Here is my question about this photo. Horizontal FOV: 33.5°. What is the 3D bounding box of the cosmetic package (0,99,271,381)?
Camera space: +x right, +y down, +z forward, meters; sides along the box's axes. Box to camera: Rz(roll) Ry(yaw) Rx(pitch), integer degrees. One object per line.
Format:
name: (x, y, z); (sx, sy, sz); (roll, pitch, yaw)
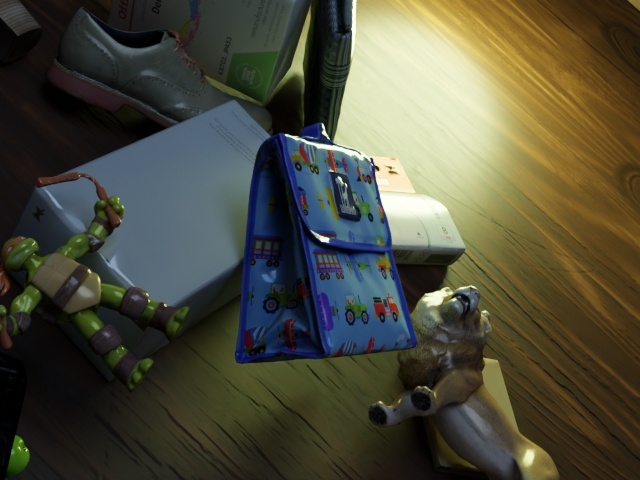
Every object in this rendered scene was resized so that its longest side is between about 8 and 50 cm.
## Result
cosmetic package: (-0.185, -0.014, 1.363); (0.217, 0.156, 0.385); (47, 41, 10)

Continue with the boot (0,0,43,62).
boot: (-0.530, -0.319, 1.419); (0.220, 0.109, 0.283); (43, 37, 3)

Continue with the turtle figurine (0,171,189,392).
turtle figurine: (-0.262, 0.066, 1.111); (0.217, 0.087, 0.269); (36, 49, -1)

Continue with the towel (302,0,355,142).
towel: (0.014, -0.295, 1.669); (0.056, 0.312, 0.324); (3, 48, -6)

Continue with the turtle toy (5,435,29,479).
turtle toy: (-0.335, 0.251, 1.057); (0.095, 0.066, 0.130); (32, 40, -9)

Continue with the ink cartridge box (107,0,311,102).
ink cartridge box: (-0.200, -0.387, 1.634); (0.353, 0.207, 0.119); (26, 46, 4)

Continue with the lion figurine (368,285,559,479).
lion figurine: (0.216, 0.254, 1.419); (0.240, 0.142, 0.392); (-21, 80, -54)

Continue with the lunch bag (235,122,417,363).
lunch bag: (0.000, 0.000, 1.338); (0.221, 0.138, 0.293); (3, 81, -56)

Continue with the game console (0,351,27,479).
game console: (-0.448, 0.138, 0.960); (0.361, 0.213, 0.044); (21, 23, 4)

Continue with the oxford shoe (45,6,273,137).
oxford shoe: (-0.211, -0.232, 1.547); (0.348, 0.130, 0.123); (15, 19, -28)

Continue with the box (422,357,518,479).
box: (0.212, 0.247, 1.523); (0.164, 0.021, 0.201); (14, 45, -27)

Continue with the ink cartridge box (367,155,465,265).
ink cartridge box: (0.112, -0.066, 1.721); (0.189, 0.066, 0.232); (2, 56, -36)

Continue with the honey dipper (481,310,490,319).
honey dipper: (0.212, 0.131, 1.631); (0.161, 0.030, 0.030); (-15, 63, -49)
